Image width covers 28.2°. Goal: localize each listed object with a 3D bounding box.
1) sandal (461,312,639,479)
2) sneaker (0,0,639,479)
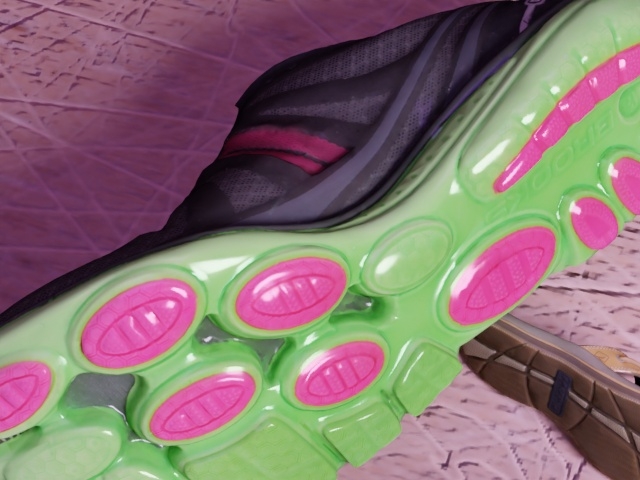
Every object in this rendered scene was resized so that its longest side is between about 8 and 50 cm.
[{"bbox_3d":[0.167,0.091,0.771,0.180,0.072,0.049,34,49,22],"label":"sandal"},{"bbox_3d":[0.000,0.000,0.765,0.483,0.185,0.202,-30,29,-21],"label":"sneaker"}]
